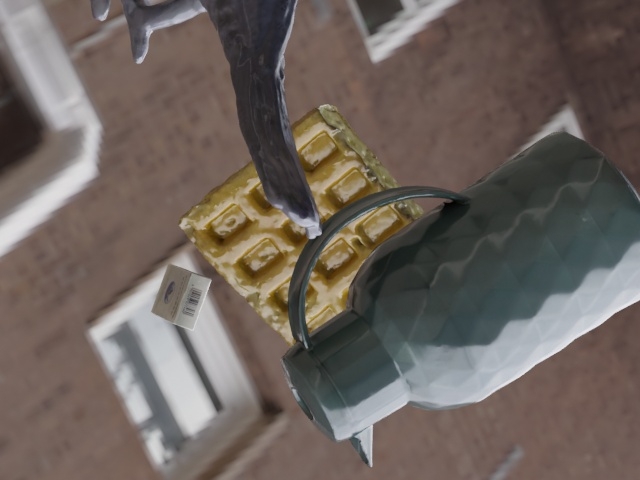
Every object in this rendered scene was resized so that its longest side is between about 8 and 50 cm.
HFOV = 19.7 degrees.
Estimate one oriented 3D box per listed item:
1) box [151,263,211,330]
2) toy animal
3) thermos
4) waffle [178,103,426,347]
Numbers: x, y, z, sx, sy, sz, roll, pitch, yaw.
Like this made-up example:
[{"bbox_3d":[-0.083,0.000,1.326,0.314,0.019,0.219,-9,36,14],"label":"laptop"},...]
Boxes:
[{"bbox_3d":[-0.135,0.054,1.786,0.083,0.024,0.054,16,-93,68],"label":"box"},{"bbox_3d":[-0.064,-0.170,1.088,0.206,0.081,0.367,-9,-112,40],"label":"toy animal"},{"bbox_3d":[0.099,0.033,1.370,0.286,0.182,0.145,-31,-161,-14],"label":"thermos"},{"bbox_3d":[0.000,0.000,2.055,0.221,0.248,0.055,-37,-168,22],"label":"waffle"}]
